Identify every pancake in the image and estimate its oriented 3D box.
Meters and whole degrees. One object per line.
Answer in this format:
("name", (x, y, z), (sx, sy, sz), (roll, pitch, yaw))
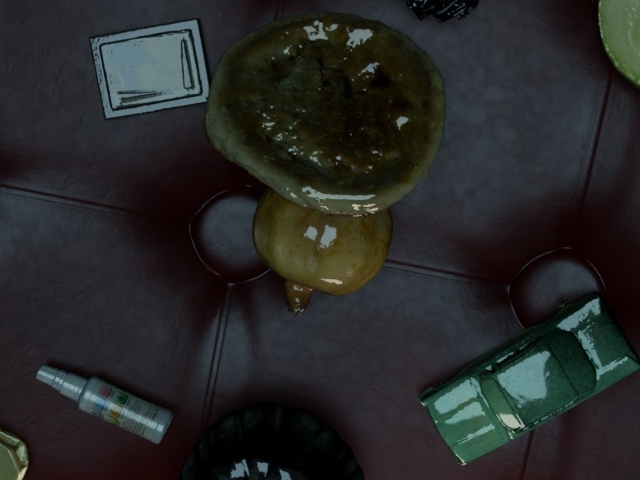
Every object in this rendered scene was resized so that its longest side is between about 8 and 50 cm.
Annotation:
("pancake", (0.009, -0.195, 1.774), (0.356, 0.065, 0.356), (0, 58, -1))

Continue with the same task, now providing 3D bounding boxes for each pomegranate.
("pomegranate", (0.006, -0.016, 1.819), (0.207, 0.207, 0.207), (0, 98, 2))

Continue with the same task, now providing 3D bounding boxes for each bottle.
("bottle", (-0.336, 0.247, 1.930), (0.217, 0.060, 0.060), (25, 98, -2))

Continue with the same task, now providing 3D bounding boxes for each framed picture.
("framed picture", (-0.254, -0.258, 1.876), (0.168, 0.023, 0.128), (-9, 97, 4))

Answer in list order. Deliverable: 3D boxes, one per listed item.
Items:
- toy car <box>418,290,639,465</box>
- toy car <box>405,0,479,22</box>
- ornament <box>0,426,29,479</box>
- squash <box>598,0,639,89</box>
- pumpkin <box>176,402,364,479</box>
("toy car", (0.313, 0.210, 1.878), (0.320, 0.097, 0.141), (-31, 95, 6))
("toy car", (0.220, -0.452, 1.783), (0.301, 0.118, 0.193), (-36, 103, 6))
("ornament", (-0.568, 0.377, 1.962), (0.180, 0.059, 0.201), (27, 100, 2))
("squash", (0.521, -0.332, 1.780), (0.252, 0.049, 0.252), (8, 109, 25))
("pumpkin", (-0.080, 0.391, 1.833), (0.296, 0.296, 0.296), (0, 98, 2))
